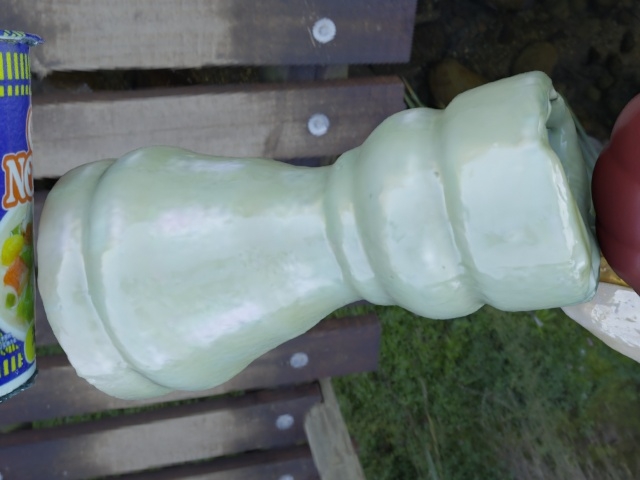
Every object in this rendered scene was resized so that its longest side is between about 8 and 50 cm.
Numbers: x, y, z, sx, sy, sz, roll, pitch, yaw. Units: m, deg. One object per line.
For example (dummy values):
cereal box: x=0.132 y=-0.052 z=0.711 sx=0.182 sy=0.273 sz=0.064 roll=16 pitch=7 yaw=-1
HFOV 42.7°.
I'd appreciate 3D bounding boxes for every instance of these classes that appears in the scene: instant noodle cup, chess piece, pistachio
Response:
instant noodle cup: x=-0.367 y=-0.015 z=0.710 sx=0.284 sy=0.284 sz=0.313 roll=-6 pitch=101 yaw=-10
chess piece: x=0.000 y=0.000 z=0.703 sx=0.442 sy=0.234 sz=0.234 roll=-12 pitch=135 yaw=23
pistachio: x=0.373 y=0.065 z=0.898 sx=0.157 sy=0.229 sz=0.157 roll=-41 pitch=144 yaw=-39

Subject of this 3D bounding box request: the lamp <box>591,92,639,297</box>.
lamp: x=0.318 y=-0.039 z=0.611 sx=0.226 sy=0.227 sz=0.227 roll=-8 pitch=131 yaw=-9
